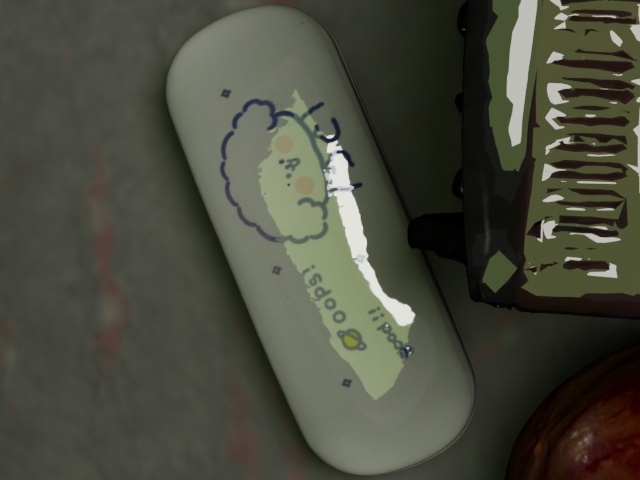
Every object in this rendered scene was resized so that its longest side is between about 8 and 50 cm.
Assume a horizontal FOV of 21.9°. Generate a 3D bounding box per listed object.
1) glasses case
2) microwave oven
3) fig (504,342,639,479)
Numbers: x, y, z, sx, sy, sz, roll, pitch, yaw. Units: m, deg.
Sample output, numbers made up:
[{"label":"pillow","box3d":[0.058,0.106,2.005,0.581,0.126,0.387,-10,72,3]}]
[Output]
[{"label":"glasses case","box3d":[0.000,0.000,0.670,0.076,0.049,0.197,-22,87,6]},{"label":"microwave oven","box3d":[0.132,-0.066,0.561,0.188,0.247,0.178,6,93,7]},{"label":"fig","box3d":[0.171,0.118,0.606,0.207,0.175,0.175,-2,89,-8]}]
